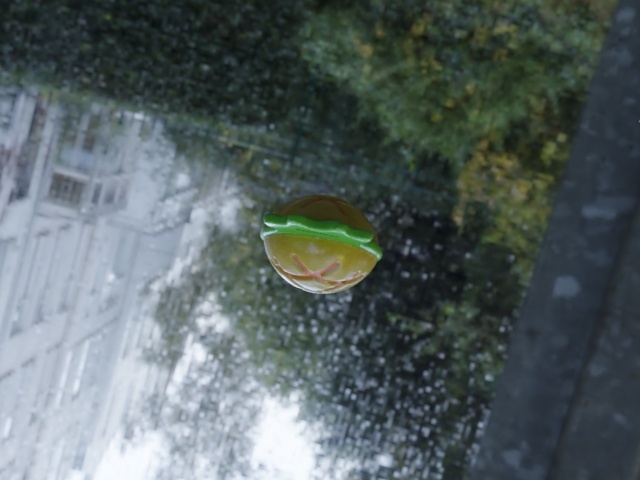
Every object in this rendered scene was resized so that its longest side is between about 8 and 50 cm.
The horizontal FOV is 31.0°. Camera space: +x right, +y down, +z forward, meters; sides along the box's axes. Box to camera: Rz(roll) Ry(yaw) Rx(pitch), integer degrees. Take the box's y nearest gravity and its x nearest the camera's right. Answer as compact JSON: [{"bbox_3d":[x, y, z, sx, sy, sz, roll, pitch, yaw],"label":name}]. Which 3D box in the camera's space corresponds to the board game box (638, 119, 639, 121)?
[{"bbox_3d":[0.362,0.014,0.588,0.347,0.233,0.078,55,-147,-2],"label":"board game box"}]

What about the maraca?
[{"bbox_3d":[0.000,0.000,1.165,0.127,0.099,0.186,7,170,4],"label":"maraca"}]
